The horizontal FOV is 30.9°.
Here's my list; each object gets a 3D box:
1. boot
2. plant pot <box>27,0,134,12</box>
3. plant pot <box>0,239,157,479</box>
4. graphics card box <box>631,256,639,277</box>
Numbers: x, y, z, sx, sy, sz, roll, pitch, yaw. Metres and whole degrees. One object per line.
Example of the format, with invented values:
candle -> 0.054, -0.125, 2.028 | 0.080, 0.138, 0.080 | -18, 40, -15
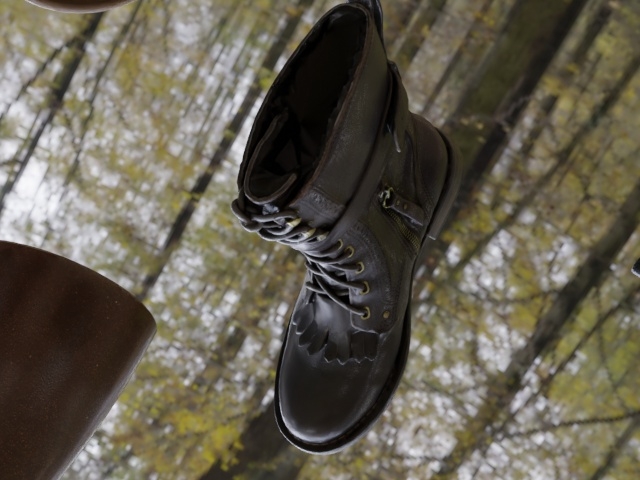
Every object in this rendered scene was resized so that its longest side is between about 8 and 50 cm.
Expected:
boot -> 0.000, 0.000, 0.702 | 0.091, 0.262, 0.229 | 17, 175, 22
plant pot -> -0.213, -0.332, 1.032 | 0.237, 0.237, 0.109 | 10, -148, -48
plant pot -> -0.298, 0.150, 1.106 | 0.215, 0.230, 0.215 | 15, 154, 8
graphics card box -> 0.363, 0.078, 0.648 | 0.371, 0.094, 0.233 | 40, -156, 13
